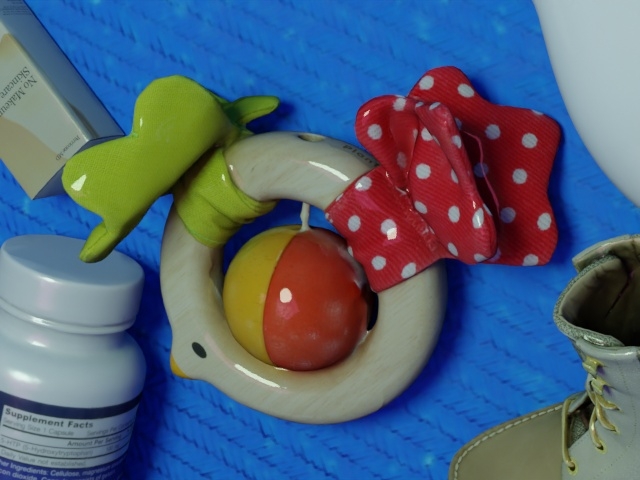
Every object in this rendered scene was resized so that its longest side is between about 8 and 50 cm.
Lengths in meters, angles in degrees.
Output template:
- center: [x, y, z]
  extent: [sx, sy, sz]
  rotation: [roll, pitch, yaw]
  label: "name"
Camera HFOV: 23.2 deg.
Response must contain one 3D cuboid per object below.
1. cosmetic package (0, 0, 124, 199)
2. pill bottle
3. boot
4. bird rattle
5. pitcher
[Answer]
- center: [-0.177, -0.087, 0.926]
  extent: [0.060, 0.041, 0.115]
  rotation: [-44, 79, 24]
  label: "cosmetic package"
- center: [-0.162, 0.097, 0.910]
  extent: [0.112, 0.112, 0.187]
  rotation: [20, 106, 21]
  label: "pill bottle"
- center: [0.135, 0.072, 0.733]
  extent: [0.213, 0.165, 0.077]
  rotation: [-17, 51, 22]
  label: "boot"
- center: [0.000, 0.000, 0.839]
  extent: [0.253, 0.143, 0.207]
  rotation: [8, 114, 11]
  label: "bird rattle"
- center: [0.179, -0.115, 0.718]
  extent: [0.178, 0.125, 0.207]
  rotation: [-38, 70, 11]
  label: "pitcher"
